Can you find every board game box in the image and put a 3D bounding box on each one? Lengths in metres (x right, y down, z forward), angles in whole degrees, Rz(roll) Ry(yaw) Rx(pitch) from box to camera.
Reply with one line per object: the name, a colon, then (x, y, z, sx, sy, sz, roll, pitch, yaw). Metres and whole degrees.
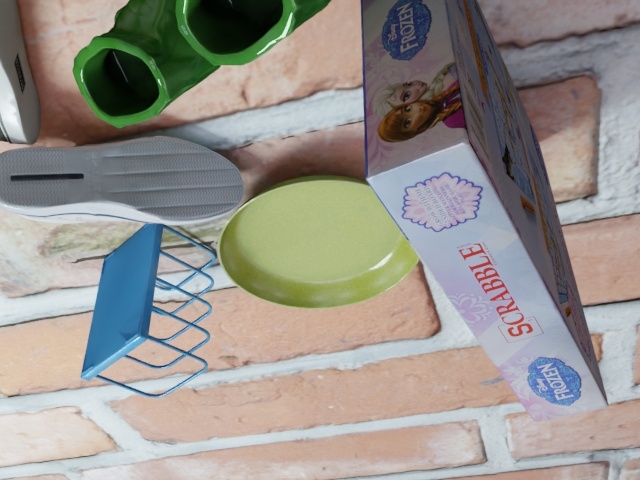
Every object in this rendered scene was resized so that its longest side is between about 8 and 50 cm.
board game box: (0.129, -0.068, 0.593, 0.065, 0.319, 0.318, -19, 134, 22)

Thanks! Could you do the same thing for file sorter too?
file sorter: (-0.195, 0.083, 0.873, 0.104, 0.170, 0.118, 31, 130, -33)

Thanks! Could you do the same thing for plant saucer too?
plant saucer: (0.000, 0.000, 0.868, 0.240, 0.037, 0.241, -2, 141, -2)

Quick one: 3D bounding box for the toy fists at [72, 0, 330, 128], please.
toy fists: (-0.081, -0.187, 0.572, 0.279, 0.142, 0.096, -16, 116, 44)

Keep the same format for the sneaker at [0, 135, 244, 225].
sneaker: (-0.213, -0.063, 0.783, 0.258, 0.094, 0.091, 3, 176, -18)

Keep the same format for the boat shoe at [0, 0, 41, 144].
boat shoe: (-0.308, -0.170, 0.659, 0.070, 0.078, 0.219, 4, 140, -5)
